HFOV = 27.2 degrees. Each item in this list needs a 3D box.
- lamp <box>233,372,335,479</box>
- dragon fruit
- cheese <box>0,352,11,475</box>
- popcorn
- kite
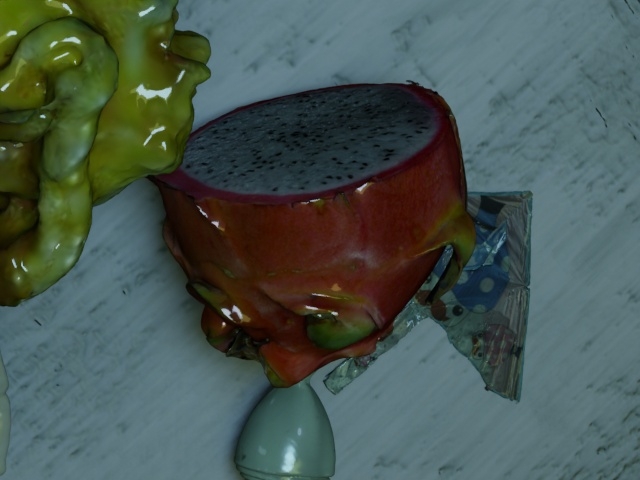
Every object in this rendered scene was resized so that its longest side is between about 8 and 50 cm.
[{"bbox_3d":[-0.030,0.178,1.362,0.106,0.106,0.193,8,89,-21],"label":"lamp"},{"bbox_3d":[0.000,0.000,1.249,0.305,0.305,0.226,-19,115,-16],"label":"dragon fruit"},{"bbox_3d":[-0.431,0.124,1.178,0.332,0.153,0.292,23,91,-21],"label":"cheese"},{"bbox_3d":[-0.251,-0.138,1.126,0.290,0.325,0.321,-40,73,-8],"label":"popcorn"},{"bbox_3d":[0.128,0.060,1.444,0.314,0.011,0.335,-45,110,-8],"label":"kite"}]
